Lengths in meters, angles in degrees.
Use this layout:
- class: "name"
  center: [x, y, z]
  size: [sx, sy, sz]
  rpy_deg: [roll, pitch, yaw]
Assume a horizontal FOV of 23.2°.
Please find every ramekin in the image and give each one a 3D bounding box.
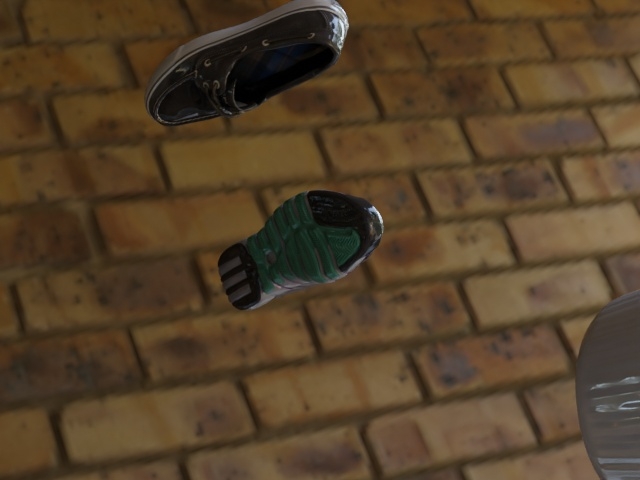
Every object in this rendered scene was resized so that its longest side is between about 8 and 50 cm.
- class: "ramekin"
  center: [0.374, 0.166, 1.628]
  size: [0.127, 0.272, 0.273]
  rpy_deg: [-12, -17, 38]

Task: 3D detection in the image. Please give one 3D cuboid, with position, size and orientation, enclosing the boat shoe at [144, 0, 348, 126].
- class: "boat shoe"
  center: [-0.074, -0.156, 1.497]
  size: [0.228, 0.076, 0.080]
  rpy_deg: [-20, -49, 20]

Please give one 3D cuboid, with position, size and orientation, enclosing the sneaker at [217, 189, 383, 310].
- class: "sneaker"
  center: [0.000, 0.000, 1.414]
  size: [0.098, 0.083, 0.224]
  rpy_deg: [-14, -5, -39]
